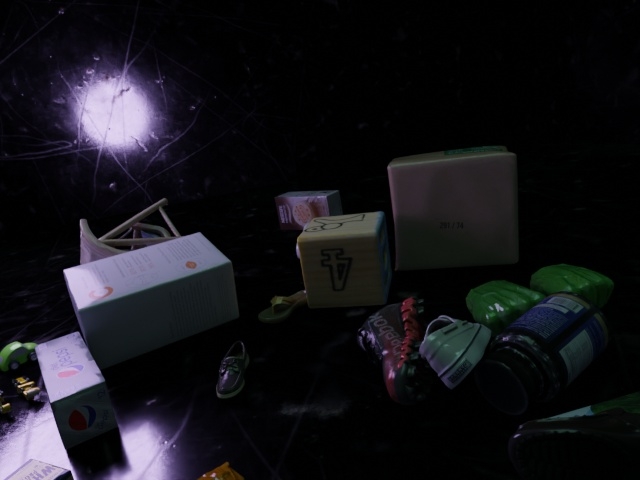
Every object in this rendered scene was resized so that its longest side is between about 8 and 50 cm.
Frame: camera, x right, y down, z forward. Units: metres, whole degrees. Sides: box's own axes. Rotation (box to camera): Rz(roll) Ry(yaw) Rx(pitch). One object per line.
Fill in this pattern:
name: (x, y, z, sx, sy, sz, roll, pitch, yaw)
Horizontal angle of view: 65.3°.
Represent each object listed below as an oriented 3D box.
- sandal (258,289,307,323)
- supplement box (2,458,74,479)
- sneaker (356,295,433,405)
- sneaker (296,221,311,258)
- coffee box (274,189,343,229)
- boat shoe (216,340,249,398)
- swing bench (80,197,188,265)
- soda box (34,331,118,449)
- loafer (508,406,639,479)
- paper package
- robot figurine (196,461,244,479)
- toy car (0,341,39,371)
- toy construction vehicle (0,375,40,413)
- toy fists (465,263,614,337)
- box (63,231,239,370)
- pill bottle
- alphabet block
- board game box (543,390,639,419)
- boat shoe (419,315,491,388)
sandal: (-0.090, 0.154, 1.240, 0.072, 0.049, 0.180, 5, 22, 39)
supplement box: (-0.375, 0.353, 0.673, 0.083, 0.083, 0.056, 1, 20, 25)
sneaker: (0.129, 0.200, 0.903, 0.135, 0.097, 0.276, -13, 20, 16)
sneaker: (0.000, 0.000, 1.674, 0.121, 0.079, 0.217, -2, 26, 12)
coffee box: (-0.044, -0.116, 1.954, 0.247, 0.141, 0.098, 1, 20, 34)
boat shoe: (-0.174, 0.248, 0.972, 0.056, 0.049, 0.152, -8, 17, 1)
swing bench: (-0.526, 0.048, 1.404, 0.255, 0.253, 0.165, -22, 64, -37)
soda box: (-0.475, 0.274, 0.960, 0.091, 0.098, 0.286, -18, 19, -31)
loafer: (0.316, 0.226, 0.543, 0.220, 0.080, 0.078, -2, 8, 10)
paper package: (0.356, -0.088, 1.360, 0.325, 0.309, 0.168, -4, 18, 13)
robot figurine: (-0.170, 0.366, 0.525, 0.211, 0.085, 0.291, 8, 23, 45)
toy car: (-0.760, 0.285, 1.147, 0.239, 0.053, 0.225, 6, 22, 40)
toy construction vehicle: (-0.626, 0.317, 1.022, 0.098, 0.035, 0.086, 7, 12, 35)
toy fists: (0.442, 0.122, 1.002, 0.279, 0.096, 0.142, -13, 7, -7)
box: (-0.405, 0.132, 1.215, 0.345, 0.168, 0.215, -18, 30, -28)
pill bottle: (0.351, 0.178, 0.796, 0.219, 0.122, 0.123, -25, 23, -30)
alphabet block: (0.069, 0.046, 1.269, 0.197, 0.193, 0.192, -5, 16, 15)
board game box: (0.454, 0.274, 0.535, 0.318, 0.065, 0.318, -12, 17, -10)
boat shoe: (0.216, 0.169, 0.832, 0.088, 0.096, 0.267, 42, 17, 16)
